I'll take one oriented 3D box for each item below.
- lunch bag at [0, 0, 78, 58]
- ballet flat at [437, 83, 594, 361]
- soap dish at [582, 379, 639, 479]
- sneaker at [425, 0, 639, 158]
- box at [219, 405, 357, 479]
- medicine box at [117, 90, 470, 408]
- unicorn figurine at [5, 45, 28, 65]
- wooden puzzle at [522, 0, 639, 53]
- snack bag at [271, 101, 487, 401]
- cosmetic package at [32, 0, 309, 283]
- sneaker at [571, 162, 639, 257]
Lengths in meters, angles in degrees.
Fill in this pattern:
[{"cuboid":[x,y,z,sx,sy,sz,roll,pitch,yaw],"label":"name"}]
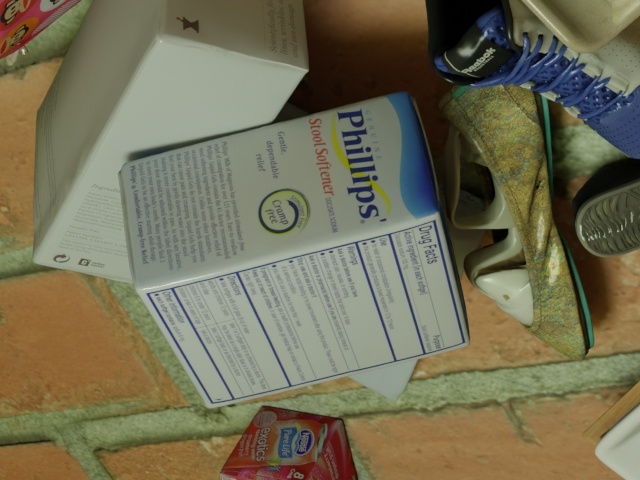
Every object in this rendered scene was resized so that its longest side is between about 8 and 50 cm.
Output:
[{"cuboid":[-0.260,-0.319,1.524,0.120,0.258,0.293,45,157,6],"label":"lunch bag"},{"cuboid":[0.188,-0.014,1.609,0.123,0.123,0.349,3,126,29],"label":"ballet flat"},{"cuboid":[0.451,0.212,1.657,0.291,0.118,0.229,34,137,-1],"label":"soap dish"},{"cuboid":[0.187,-0.172,1.427,0.315,0.182,0.127,47,139,-12],"label":"sneaker"},{"cuboid":[-0.025,0.352,2.060,0.122,0.128,0.257,7,130,26],"label":"box"},{"cuboid":[-0.017,0.017,1.567,0.289,0.149,0.263,-14,148,4],"label":"medicine box"},{"cuboid":[-0.344,-0.253,1.764,0.161,0.060,0.111,21,136,13],"label":"unicorn figurine"},{"cuboid":[0.226,-0.354,1.236,0.322,0.080,0.348,44,115,-10],"label":"wooden puzzle"},{"cuboid":[0.000,0.000,1.801,0.323,0.037,0.343,28,134,5],"label":"snack bag"},{"cuboid":[-0.161,-0.147,1.610,0.156,0.217,0.385,12,144,-24],"label":"cosmetic package"},{"cuboid":[0.344,-0.055,1.526,0.222,0.118,0.083,-14,105,6],"label":"sneaker"}]
